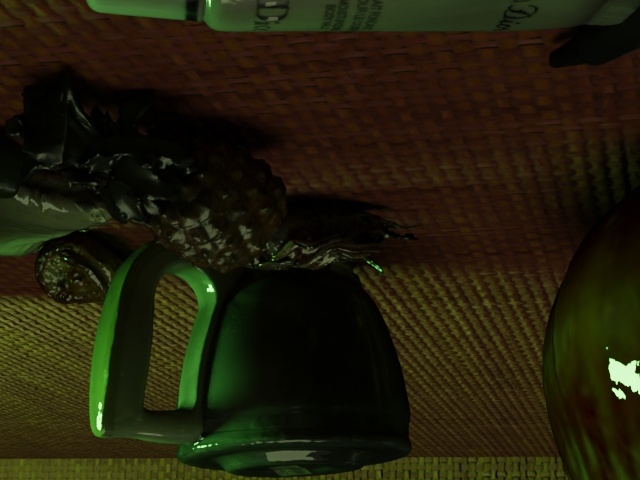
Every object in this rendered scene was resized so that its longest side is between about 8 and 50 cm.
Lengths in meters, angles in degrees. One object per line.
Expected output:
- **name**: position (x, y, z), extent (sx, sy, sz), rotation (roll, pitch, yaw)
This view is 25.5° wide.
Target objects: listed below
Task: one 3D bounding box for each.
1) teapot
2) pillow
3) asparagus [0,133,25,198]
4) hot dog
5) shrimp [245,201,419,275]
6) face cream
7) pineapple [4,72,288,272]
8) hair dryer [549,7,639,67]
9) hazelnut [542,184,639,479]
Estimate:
- **teapot**: position (-0.072, 0.121, 1.457), extent (0.321, 0.239, 0.239), rotation (-1, 163, -7)
- **pillow**: position (-0.296, -0.025, 1.319), extent (0.148, 0.050, 0.229), rotation (19, 157, -28)
- **asparagus**: position (-0.366, -0.083, 1.107), extent (0.277, 0.060, 0.067), rotation (14, 140, -36)
- **hot dog**: position (-0.241, 0.037, 1.497), extent (0.099, 0.065, 0.147), rotation (8, 168, 14)
- **shrimp**: position (0.000, -0.002, 1.335), extent (0.190, 0.075, 0.073), rotation (-6, 133, -9)
- **face cream**: position (0.031, -0.154, 0.764), extent (0.314, 0.089, 0.143), rotation (2, 168, -6)
- **pineapple**: position (-0.140, -0.055, 1.110), extent (0.119, 0.111, 0.237), rotation (-43, 133, 21)
- **hair dryer**: position (0.193, -0.144, 0.870), extent (0.173, 0.050, 0.195), rotation (19, 160, -39)
- **hazelnut**: position (0.389, 0.122, 1.231), extent (0.402, 0.402, 0.429), rotation (5, 158, -11)
